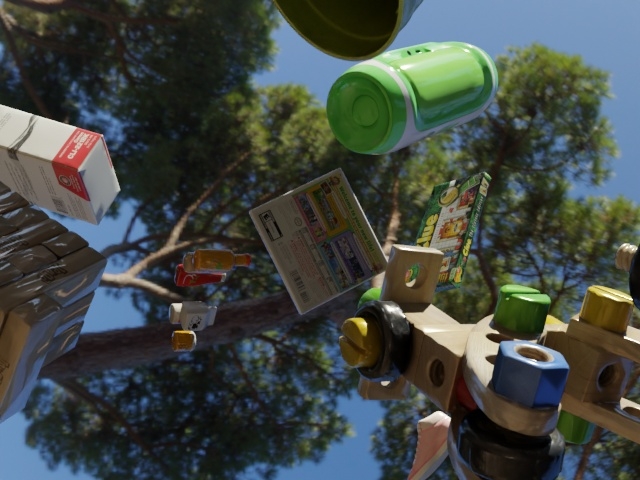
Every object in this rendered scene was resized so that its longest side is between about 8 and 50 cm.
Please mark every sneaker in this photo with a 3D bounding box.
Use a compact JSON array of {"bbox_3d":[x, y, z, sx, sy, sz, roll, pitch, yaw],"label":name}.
[{"bbox_3d":[0.181,0.352,1.322,0.070,0.051,0.134,40,-89,28],"label":"sneaker"}]

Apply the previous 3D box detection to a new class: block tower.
[{"bbox_3d":[-0.294,-0.026,0.505,0.335,0.097,0.091,35,-60,11],"label":"block tower"}]

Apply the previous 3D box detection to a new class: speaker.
[{"bbox_3d":[0.138,-0.208,1.101,0.131,0.296,0.131,16,-63,35],"label":"speaker"}]

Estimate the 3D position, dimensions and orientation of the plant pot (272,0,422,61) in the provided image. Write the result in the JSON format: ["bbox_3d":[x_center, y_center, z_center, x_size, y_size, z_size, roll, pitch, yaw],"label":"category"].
[{"bbox_3d":[0.120,-0.620,1.600,0.366,0.366,0.353,22,-127,36],"label":"plant pot"}]

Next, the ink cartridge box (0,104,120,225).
[{"bbox_3d":[-0.603,-0.165,1.694,0.273,0.197,0.114,16,-123,10],"label":"ink cartridge box"}]

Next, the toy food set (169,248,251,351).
[{"bbox_3d":[-0.215,0.102,1.465,0.111,0.104,0.232,53,-46,50],"label":"toy food set"}]

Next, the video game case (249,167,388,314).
[{"bbox_3d":[0.000,0.000,1.427,0.193,0.023,0.212,-27,-90,-14],"label":"video game case"}]

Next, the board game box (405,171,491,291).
[{"bbox_3d":[0.245,-0.013,1.511,0.136,0.030,0.260,-18,-137,49],"label":"board game box"}]

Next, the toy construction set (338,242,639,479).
[{"bbox_3d":[0.149,0.122,0.568,0.237,0.257,0.309,23,-47,55],"label":"toy construction set"}]
